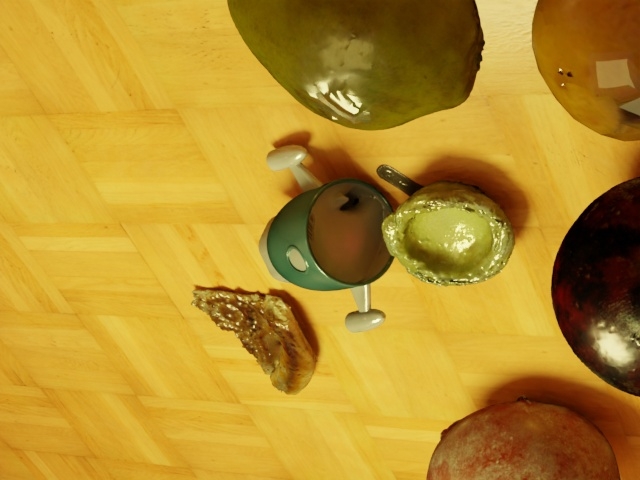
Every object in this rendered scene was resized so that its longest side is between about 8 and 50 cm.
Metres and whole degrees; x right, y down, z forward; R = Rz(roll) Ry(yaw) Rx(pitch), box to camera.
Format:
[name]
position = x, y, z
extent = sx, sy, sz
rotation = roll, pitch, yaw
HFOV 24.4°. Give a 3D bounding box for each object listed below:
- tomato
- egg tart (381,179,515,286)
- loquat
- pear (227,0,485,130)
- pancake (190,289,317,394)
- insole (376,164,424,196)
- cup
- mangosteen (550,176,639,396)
[tomato]
position = 0.327, 0.399, 2.384
extent = 0.316, 0.282, 0.317
rotation = 0, 146, 0
[egg tart]
position = 0.188, -0.016, 2.094
extent = 0.197, 0.078, 0.197
rotation = 11, 140, 10
[loquat]
position = 0.347, -0.223, 1.606
extent = 0.235, 0.235, 0.235
rotation = 17, 144, 12
[pear]
position = 0.041, -0.262, 1.732
extent = 0.321, 0.269, 0.269
rotation = 26, 145, 7
[pancake]
position = -0.118, 0.165, 2.537
extent = 0.244, 0.057, 0.266
rotation = 24, 146, 4
[insole]
position = 0.139, -0.070, 2.124
extent = 0.135, 0.002, 0.045
rotation = 31, 144, -8
[cup]
position = 0.000, 0.000, 2.172
extent = 0.173, 0.167, 0.300
rotation = -15, 103, 55
[mangosteen]
position = 0.440, 0.061, 1.881
extent = 0.311, 0.311, 0.311
rotation = 17, 144, 12
